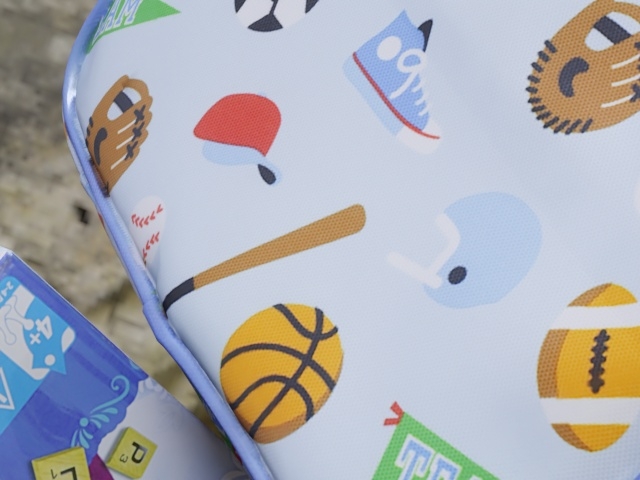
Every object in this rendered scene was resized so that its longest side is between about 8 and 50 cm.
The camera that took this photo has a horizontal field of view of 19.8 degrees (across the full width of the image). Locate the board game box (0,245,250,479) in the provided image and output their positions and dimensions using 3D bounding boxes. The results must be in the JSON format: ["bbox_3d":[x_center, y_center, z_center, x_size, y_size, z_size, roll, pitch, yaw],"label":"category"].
[{"bbox_3d":[-0.095,0.218,0.569,0.319,0.318,0.066,-53,28,-13],"label":"board game box"}]

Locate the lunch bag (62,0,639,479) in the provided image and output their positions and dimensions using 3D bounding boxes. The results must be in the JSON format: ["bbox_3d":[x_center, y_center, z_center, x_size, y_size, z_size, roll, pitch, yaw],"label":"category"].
[{"bbox_3d":[0.066,-0.029,0.521,0.243,0.303,0.115,-44,-42,8],"label":"lunch bag"}]
